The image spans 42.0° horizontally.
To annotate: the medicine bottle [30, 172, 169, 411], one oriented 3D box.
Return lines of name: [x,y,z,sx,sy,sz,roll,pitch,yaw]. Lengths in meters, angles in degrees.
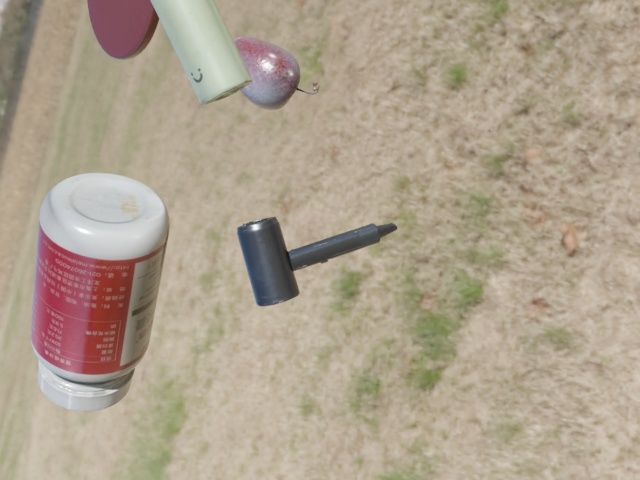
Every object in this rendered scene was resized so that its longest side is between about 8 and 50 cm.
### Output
medicine bottle: [-0.242,0.060,0.902,0.131,0.131,0.250,-109,29,-52]

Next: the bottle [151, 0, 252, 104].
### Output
bottle: [-0.157,-0.270,1.014,0.201,0.072,0.072,64,158,-7]

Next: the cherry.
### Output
cherry: [-0.090,-0.293,1.430,0.188,0.115,0.148,-154,40,-83]

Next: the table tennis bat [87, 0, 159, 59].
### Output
table tennis bat: [-0.364,-0.541,1.579,0.268,0.051,0.415,47,130,32]

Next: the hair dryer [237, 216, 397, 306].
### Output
hair dryer: [0.000,0.000,1.291,0.070,0.255,0.128,2,111,69]
